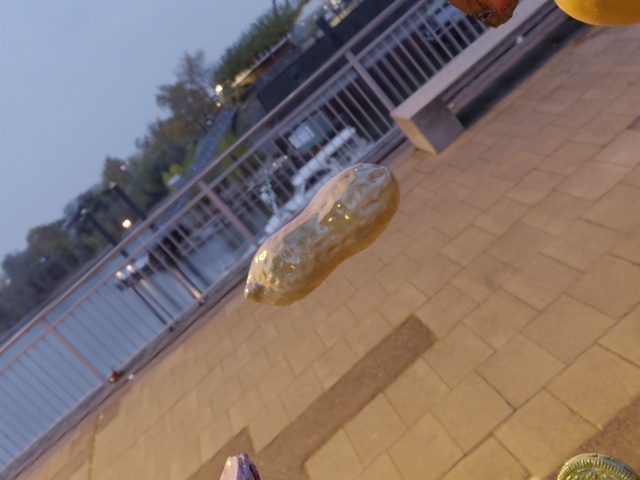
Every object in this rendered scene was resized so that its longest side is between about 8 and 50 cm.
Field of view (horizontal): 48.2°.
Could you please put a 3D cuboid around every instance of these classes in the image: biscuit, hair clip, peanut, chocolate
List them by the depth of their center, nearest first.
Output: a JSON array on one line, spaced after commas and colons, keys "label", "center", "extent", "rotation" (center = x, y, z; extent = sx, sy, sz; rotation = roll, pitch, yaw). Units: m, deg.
[{"label": "biscuit", "center": [0.273, 0.248, 0.696], "extent": [0.084, 0.084, 0.023], "rotation": [-32, -6, 34]}, {"label": "hair clip", "center": [-0.109, 0.323, 0.820], "extent": [0.102, 0.138, 0.123], "rotation": [-11, -17, -28]}, {"label": "chocolate", "center": [0.213, -0.351, 0.902], "extent": [0.133, 0.127, 0.124], "rotation": [-59, 6, 20]}, {"label": "peanut", "center": [0.000, 0.000, 0.950], "extent": [0.263, 0.101, 0.117], "rotation": [-42, -25, 12]}]

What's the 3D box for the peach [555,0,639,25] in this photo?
[{"label": "peach", "center": [0.285, -0.276, 0.699], "extent": [0.138, 0.138, 0.138], "rotation": [-39, 13, 11]}]
